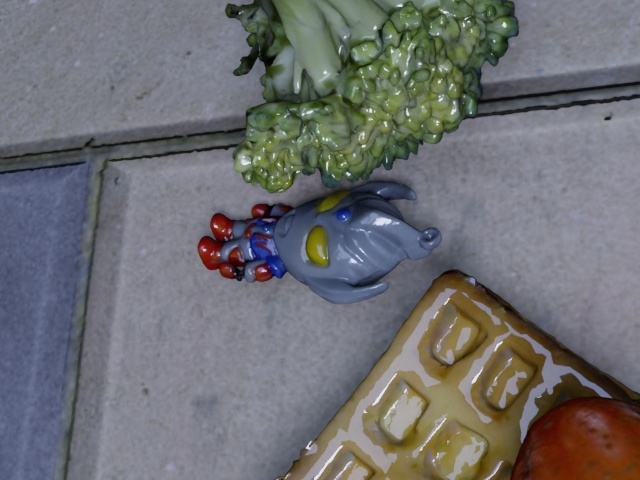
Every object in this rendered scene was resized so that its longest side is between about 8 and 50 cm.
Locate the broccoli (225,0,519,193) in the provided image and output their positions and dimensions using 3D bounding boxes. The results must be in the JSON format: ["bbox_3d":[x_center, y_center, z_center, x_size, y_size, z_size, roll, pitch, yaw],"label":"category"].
[{"bbox_3d":[0.001,-0.171,0.822,0.263,0.243,0.247,-45,63,6],"label":"broccoli"}]

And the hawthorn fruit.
[{"bbox_3d":[0.155,0.145,0.609,0.128,0.128,0.128,-8,68,20],"label":"hawthorn fruit"}]

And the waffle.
[{"bbox_3d":[0.069,0.201,0.739,0.224,0.098,0.328,38,89,30],"label":"waffle"}]

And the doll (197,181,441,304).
[{"bbox_3d":[0.000,-0.001,0.863,0.194,0.062,0.104,0,28,28],"label":"doll"}]
